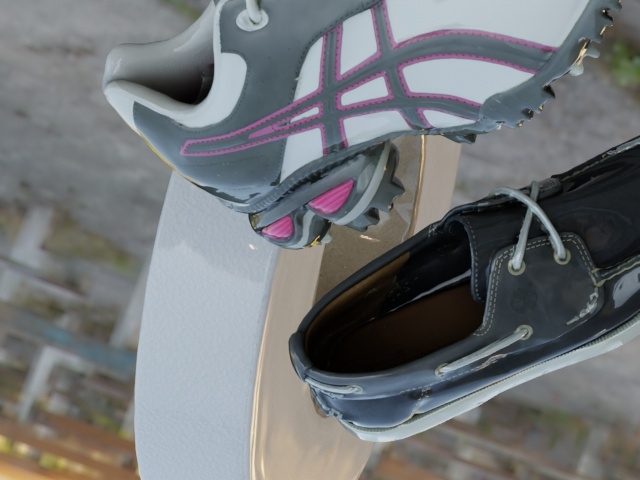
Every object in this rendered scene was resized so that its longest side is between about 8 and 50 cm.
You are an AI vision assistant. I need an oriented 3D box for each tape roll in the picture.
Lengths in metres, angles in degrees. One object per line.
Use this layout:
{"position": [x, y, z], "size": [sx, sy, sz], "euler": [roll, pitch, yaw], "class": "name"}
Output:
{"position": [0.000, 0.000, 1.130], "size": [0.072, 0.392, 0.392], "euler": [15, 170, 15], "class": "tape roll"}

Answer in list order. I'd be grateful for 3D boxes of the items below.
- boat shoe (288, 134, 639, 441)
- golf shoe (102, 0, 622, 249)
{"position": [0.094, 0.012, 0.863], "size": [0.079, 0.233, 0.084], "euler": [51, -168, -52], "class": "boat shoe"}
{"position": [0.023, -0.091, 0.749], "size": [0.120, 0.105, 0.273], "euler": [28, 135, -26], "class": "golf shoe"}
